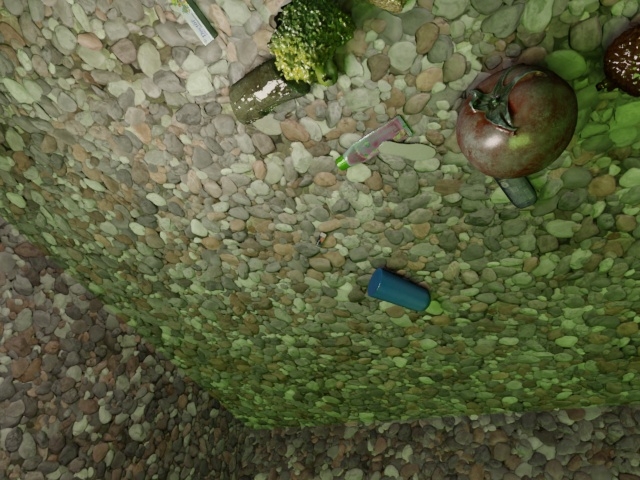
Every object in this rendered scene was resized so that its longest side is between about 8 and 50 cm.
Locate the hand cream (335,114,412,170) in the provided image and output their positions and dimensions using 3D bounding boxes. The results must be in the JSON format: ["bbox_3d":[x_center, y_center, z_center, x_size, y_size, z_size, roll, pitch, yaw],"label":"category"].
[{"bbox_3d":[0.173,-0.327,1.531,0.275,0.050,0.079,-28,146,28],"label":"hand cream"}]

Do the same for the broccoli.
[{"bbox_3d":[-0.001,-0.531,1.245,0.243,0.180,0.273,-38,127,-2],"label":"broccoli"}]

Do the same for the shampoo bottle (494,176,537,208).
[{"bbox_3d":[0.648,-0.204,1.513,0.087,0.049,0.234,-28,120,36],"label":"shampoo bottle"}]

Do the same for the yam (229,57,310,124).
[{"bbox_3d":[-0.173,-0.475,1.411,0.255,0.153,0.154,-15,127,31],"label":"yam"}]

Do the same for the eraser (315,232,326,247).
[{"bbox_3d":[0.000,0.000,1.891,0.027,0.019,0.099,21,133,-5],"label":"eraser"}]

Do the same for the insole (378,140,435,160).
[{"bbox_3d":[0.294,-0.305,1.520,0.197,0.004,0.065,6,132,-4],"label":"insole"}]

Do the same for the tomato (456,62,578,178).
[{"bbox_3d":[0.540,-0.328,1.251,0.283,0.316,0.317,28,135,-32],"label":"tomato"}]

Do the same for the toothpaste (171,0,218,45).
[{"bbox_3d":[-0.382,-0.677,1.348,0.046,0.034,0.164,-18,125,32],"label":"toothpaste"}]

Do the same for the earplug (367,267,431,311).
[{"bbox_3d":[0.355,0.228,1.946,0.273,0.132,0.132,22,134,-11],"label":"earplug"}]

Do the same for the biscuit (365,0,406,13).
[{"bbox_3d":[0.155,-0.668,1.191,0.169,0.082,0.070,23,108,-7],"label":"biscuit"}]

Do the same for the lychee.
[{"bbox_3d":[0.831,-0.459,1.141,0.200,0.200,0.238,40,138,-22],"label":"lychee"}]
